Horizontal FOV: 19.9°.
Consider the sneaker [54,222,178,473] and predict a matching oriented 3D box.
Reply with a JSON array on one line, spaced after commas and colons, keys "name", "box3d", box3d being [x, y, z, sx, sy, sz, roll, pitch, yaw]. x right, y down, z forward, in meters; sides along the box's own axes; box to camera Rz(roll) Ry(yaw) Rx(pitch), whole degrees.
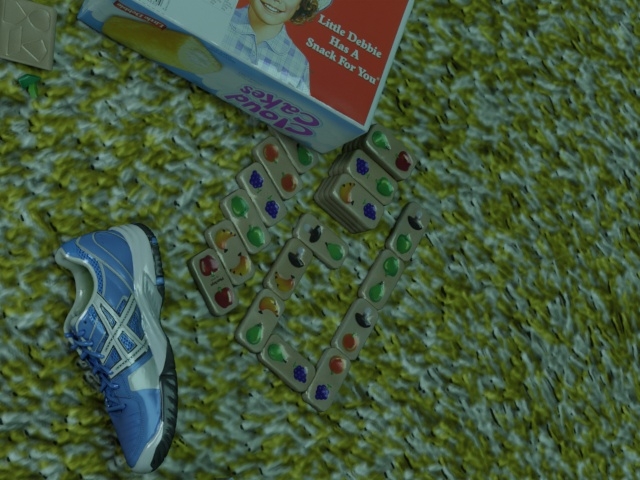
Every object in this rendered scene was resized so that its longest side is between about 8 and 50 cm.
[{"name": "sneaker", "box3d": [-0.171, 0.091, 1.516, 0.081, 0.080, 0.211, -3, 74, -29]}]

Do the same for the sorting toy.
[{"name": "sorting toy", "box3d": [-0.252, -0.163, 1.536, 0.062, 0.012, 0.083, 14, 71, -37]}]

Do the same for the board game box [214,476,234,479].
[{"name": "board game box", "box3d": [-0.086, 0.295, 1.562, 0.103, 0.026, 0.154, -30, 99, -34]}]

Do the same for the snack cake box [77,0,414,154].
[{"name": "snack cake box", "box3d": [-0.061, -0.208, 1.612, 0.264, 0.089, 0.152, 28, 66, -20]}]

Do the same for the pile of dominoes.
[{"name": "pile of dominoes", "box3d": [0.000, 0.000, 1.665, 0.196, 0.040, 0.251, 41, 61, -22]}]
